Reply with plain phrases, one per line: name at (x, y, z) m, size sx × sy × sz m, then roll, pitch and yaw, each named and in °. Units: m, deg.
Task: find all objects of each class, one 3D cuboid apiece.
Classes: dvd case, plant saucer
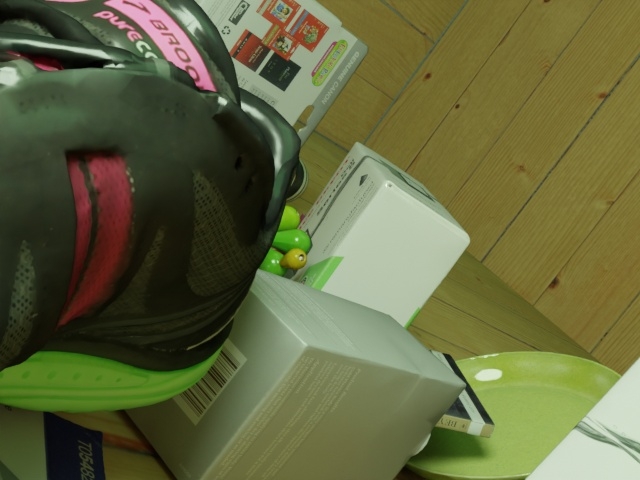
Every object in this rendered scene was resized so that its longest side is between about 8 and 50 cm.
dvd case at (0.037, 0.120, 0.943) m, size 0.221 × 0.018 × 0.164 m, roll 13°, pitch 14°, yaw -11°
plant saucer at (0.172, 0.171, 0.948) m, size 0.241 × 0.241 × 0.037 m, roll -113°, pitch -169°, yaw -73°

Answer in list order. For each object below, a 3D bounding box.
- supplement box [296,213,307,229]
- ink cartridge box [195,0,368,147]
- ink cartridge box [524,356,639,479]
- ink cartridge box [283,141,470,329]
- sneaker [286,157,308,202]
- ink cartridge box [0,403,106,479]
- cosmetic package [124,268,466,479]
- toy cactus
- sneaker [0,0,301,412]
supplement box at (0.000, 0.000, 1.560) m, size 0.083 × 0.043 × 0.055 m, roll 27°, pitch 13°, yaw -47°
ink cartridge box at (-0.128, -0.237, 1.454) m, size 0.272 × 0.309 × 0.130 m, roll 30°, pitch 11°, yaw -39°
ink cartridge box at (0.206, 0.180, 0.711) m, size 0.093 × 0.219 × 0.160 m, roll 39°, pitch -34°, yaw 24°
ink cartridge box at (0.045, 0.015, 1.152) m, size 0.115 × 0.198 × 0.273 m, roll 33°, pitch 9°, yaw -11°
sneaker at (-0.155, -0.195, 1.722) m, size 0.321 × 0.126 × 0.127 m, roll 40°, pitch 4°, yaw 15°
ink cartridge box at (-0.174, 0.089, 0.449) m, size 0.224 × 0.045 × 0.223 m, roll 32°, pitch 10°, yaw -26°
cosmetic package at (-0.011, 0.107, 0.716) m, size 0.107 × 0.127 × 0.238 m, roll 42°, pitch 9°, yaw 31°
toy cactus at (-0.102, 0.001, 1.037) m, size 0.181 × 0.112 × 0.219 m, roll 11°, pitch 4°, yaw -1°
sneaker at (-0.137, -0.026, 0.379) m, size 0.185 × 0.202 × 0.483 m, roll 37°, pitch 10°, yaw 9°
